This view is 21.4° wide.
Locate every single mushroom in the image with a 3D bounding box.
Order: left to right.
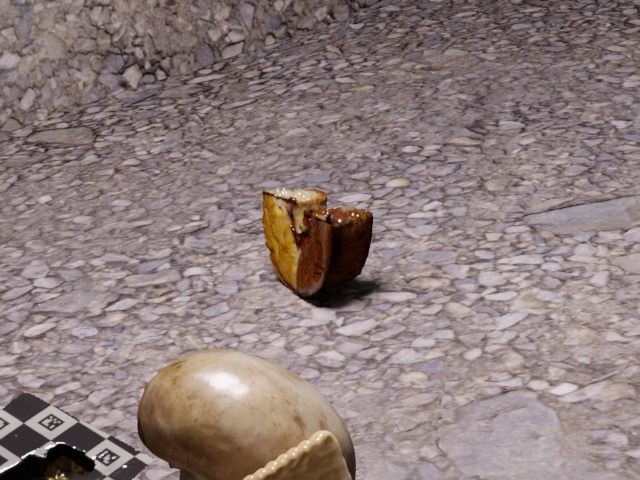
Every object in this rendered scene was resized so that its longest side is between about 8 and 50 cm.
[{"bbox_3d":[-0.080,0.208,1.745,0.255,0.184,0.255,17,7,-2],"label":"mushroom"}]

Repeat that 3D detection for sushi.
[{"bbox_3d":[-0.321,0.275,1.850,0.192,0.050,0.215,23,39,25],"label":"sushi"}]

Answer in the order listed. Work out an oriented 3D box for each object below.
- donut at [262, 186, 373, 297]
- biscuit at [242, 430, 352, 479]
[{"bbox_3d":[-0.002,0.000,2.304,0.085,0.141,0.217,-8,20,-26],"label":"donut"},{"bbox_3d":[-0.053,0.295,1.574,0.250,0.160,0.030,-29,14,-39],"label":"biscuit"}]
